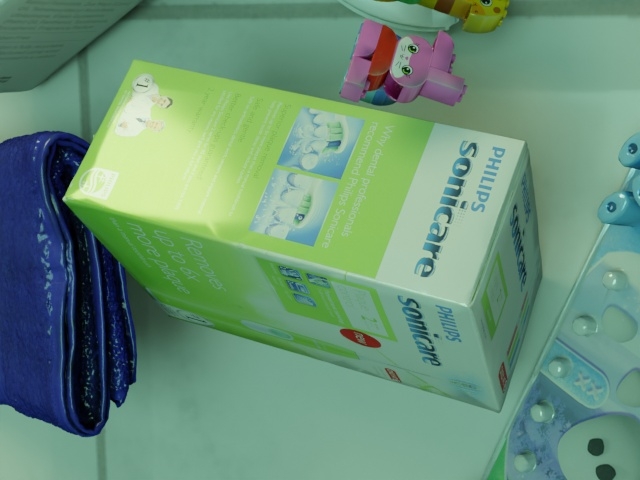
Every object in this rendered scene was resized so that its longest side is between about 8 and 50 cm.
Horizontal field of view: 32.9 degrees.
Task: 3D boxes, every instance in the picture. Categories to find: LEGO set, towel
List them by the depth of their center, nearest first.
[{"bbox_3d":[0.081,-0.160,0.716,0.093,0.087,0.227,18,65,-3],"label":"LEGO set"},{"bbox_3d":[-0.253,0.027,0.905,0.308,0.076,0.227,3,98,52],"label":"towel"}]

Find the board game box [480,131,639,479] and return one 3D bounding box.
[{"bbox_3d":[0.269,0.175,0.681,0.390,0.050,0.390,39,116,42],"label":"board game box"}]

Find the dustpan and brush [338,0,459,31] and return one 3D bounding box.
[{"bbox_3d":[0.008,-0.235,0.813,0.211,0.060,0.147,6,105,16],"label":"dustpan and brush"}]

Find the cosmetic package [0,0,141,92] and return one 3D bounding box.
[{"bbox_3d":[-0.176,-0.312,0.790,0.453,0.161,0.230,-29,85,31],"label":"cosmetic package"}]

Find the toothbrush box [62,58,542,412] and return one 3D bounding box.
[{"bbox_3d":[0.000,0.000,0.760,0.283,0.206,0.122,13,68,19],"label":"toothbrush box"}]
